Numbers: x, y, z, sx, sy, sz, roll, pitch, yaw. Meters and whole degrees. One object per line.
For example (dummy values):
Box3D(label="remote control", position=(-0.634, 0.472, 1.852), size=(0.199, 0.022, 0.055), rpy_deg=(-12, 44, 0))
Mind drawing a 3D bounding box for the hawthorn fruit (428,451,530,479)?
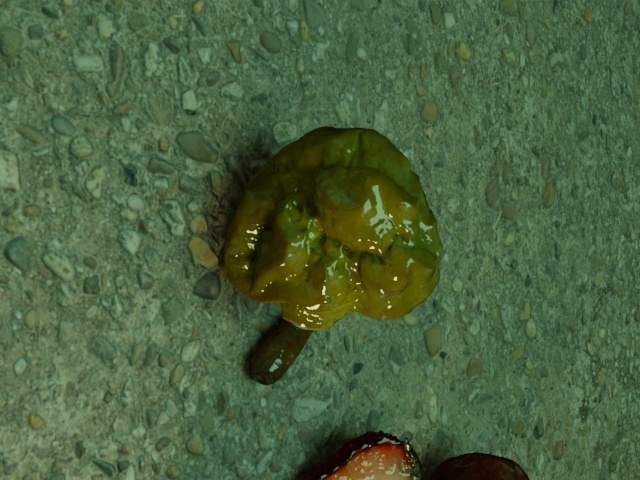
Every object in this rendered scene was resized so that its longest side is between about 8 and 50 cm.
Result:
Box3D(label="hawthorn fruit", position=(0.288, 0.524, 1.819), size=(0.258, 0.258, 0.261), rpy_deg=(12, 71, -46))

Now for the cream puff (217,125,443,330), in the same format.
Box3D(label="cream puff", position=(0.001, 0.000, 1.448), size=(0.257, 0.324, 0.291), rpy_deg=(-29, 142, -22))

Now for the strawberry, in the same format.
Box3D(label="strawberry", position=(0.052, 0.406, 1.677), size=(0.237, 0.111, 0.190), rpy_deg=(-8, 108, -24))

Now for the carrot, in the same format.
Box3D(label="carrot", position=(-0.050, 0.157, 1.585), size=(0.186, 0.060, 0.060), rpy_deg=(-51, 125, -36))
